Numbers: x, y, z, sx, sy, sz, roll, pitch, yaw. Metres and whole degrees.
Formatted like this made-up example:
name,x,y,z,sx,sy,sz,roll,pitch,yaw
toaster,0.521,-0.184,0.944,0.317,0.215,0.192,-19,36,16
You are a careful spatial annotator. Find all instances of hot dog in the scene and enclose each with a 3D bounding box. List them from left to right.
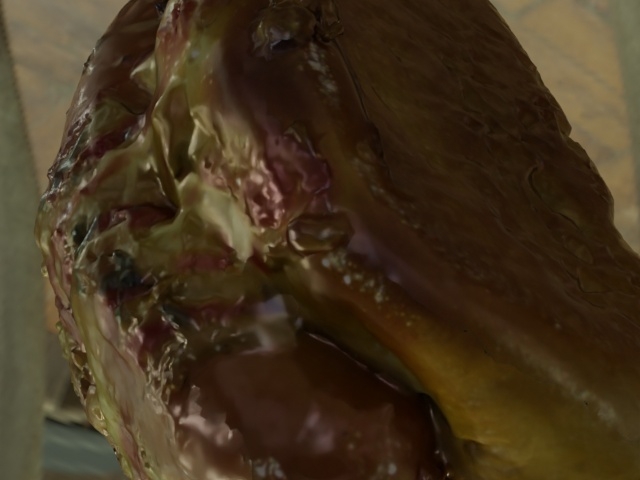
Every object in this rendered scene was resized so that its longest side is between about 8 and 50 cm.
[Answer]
name,x,y,z,sx,sy,sz,roll,pitch,yaw
hot dog,0.000,0.000,0.509,0.153,0.257,0.150,14,126,-31
